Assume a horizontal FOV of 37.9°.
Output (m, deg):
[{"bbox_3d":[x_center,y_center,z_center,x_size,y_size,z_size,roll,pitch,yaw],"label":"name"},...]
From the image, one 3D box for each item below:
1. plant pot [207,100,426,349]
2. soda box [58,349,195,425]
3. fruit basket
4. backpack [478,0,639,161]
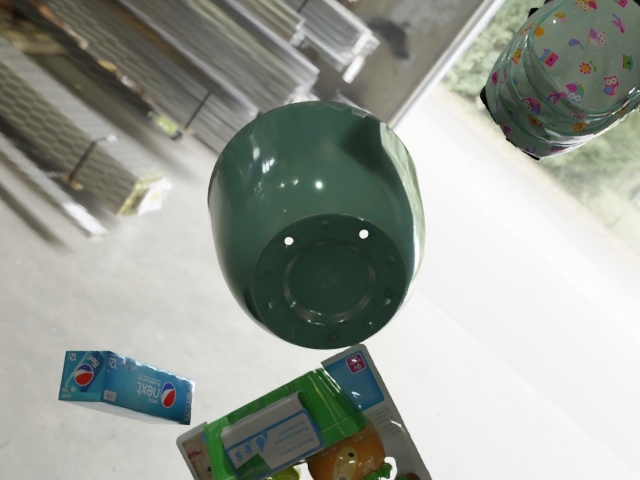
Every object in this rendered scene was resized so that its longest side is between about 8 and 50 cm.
[{"bbox_3d":[0.000,0.000,1.169,0.293,0.293,0.235,32,20,-18],"label":"plant pot"},{"bbox_3d":[-0.255,0.202,1.256,0.210,0.071,0.067,38,53,-58],"label":"soda box"},{"bbox_3d":[-0.005,0.372,1.326,0.353,0.327,0.165,65,10,15],"label":"fruit basket"},{"bbox_3d":[0.233,-0.161,0.848,0.152,0.182,0.115,46,-24,9],"label":"backpack"}]
